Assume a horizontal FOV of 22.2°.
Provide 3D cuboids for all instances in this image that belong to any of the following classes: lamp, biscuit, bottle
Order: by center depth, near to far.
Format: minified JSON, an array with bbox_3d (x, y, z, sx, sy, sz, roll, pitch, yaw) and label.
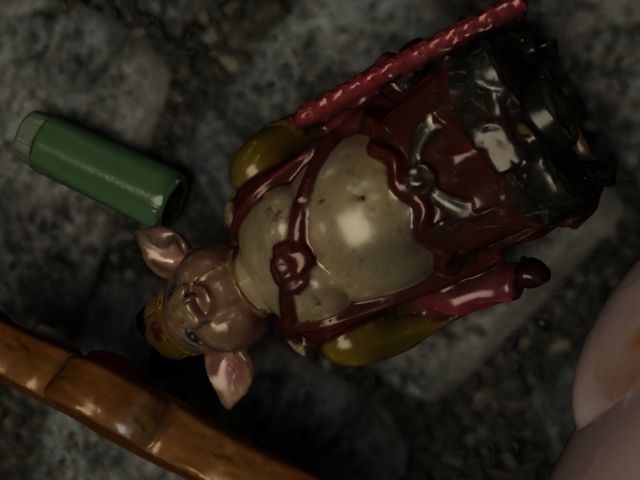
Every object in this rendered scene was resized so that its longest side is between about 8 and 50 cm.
[{"bbox_3d":[0.000,0.000,0.700,0.253,0.118,0.118,-26,95,23],"label":"lamp"},{"bbox_3d":[-0.072,0.082,0.734,0.250,0.165,0.036,26,78,10],"label":"biscuit"},{"bbox_3d":[-0.104,-0.034,0.771,0.083,0.030,0.030,25,112,13],"label":"bottle"}]

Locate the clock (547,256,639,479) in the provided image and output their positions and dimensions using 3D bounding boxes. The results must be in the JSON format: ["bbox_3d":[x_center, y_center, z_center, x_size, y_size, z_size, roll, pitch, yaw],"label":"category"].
[{"bbox_3d":[0.217,0.166,0.591,0.368,0.250,0.376,45,114,3],"label":"clock"}]
